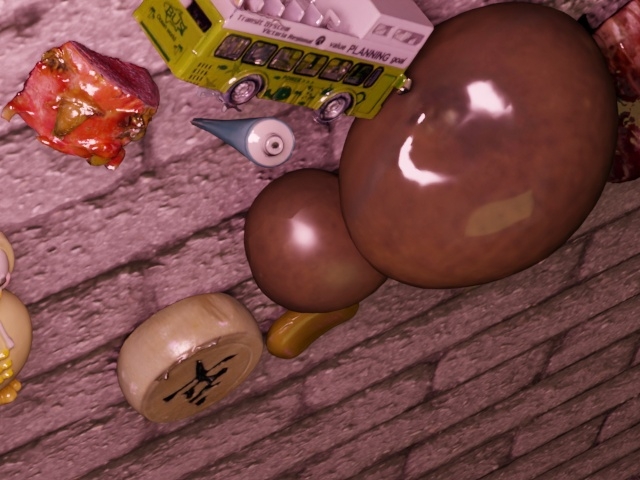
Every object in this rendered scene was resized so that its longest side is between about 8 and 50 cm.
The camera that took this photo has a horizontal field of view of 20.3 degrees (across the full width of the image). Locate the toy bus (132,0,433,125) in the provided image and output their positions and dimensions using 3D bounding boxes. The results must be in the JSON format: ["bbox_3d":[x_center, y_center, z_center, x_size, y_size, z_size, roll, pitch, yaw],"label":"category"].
[{"bbox_3d":[-0.030,-0.202,1.735,0.302,0.113,0.139,5,131,-51],"label":"toy bus"}]

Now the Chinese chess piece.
[{"bbox_3d":[-0.161,0.147,2.217,0.188,0.083,0.188,-28,152,-16],"label":"Chinese chess piece"}]

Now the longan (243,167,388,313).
[{"bbox_3d":[0.000,0.000,2.054,0.189,0.189,0.189,-27,154,-14],"label":"longan"}]

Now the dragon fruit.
[{"bbox_3d":[-0.210,-0.117,1.685,0.147,0.096,0.102,5,139,-50],"label":"dragon fruit"}]

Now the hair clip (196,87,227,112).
[{"bbox_3d":[-0.071,-0.153,1.850,0.115,0.039,0.030,-12,152,-42],"label":"hair clip"}]

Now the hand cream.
[{"bbox_3d":[-0.069,-0.105,1.770,0.083,0.224,0.048,5,97,-16],"label":"hand cream"}]

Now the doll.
[{"bbox_3d":[-0.359,0.082,1.830,0.141,0.117,0.296,-31,156,-28],"label":"doll"}]

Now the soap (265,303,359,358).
[{"bbox_3d":[-0.012,0.106,2.357,0.140,0.045,0.089,-35,152,6],"label":"soap"}]

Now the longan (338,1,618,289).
[{"bbox_3d":[0.174,-0.101,1.939,0.350,0.288,0.288,-45,157,-14],"label":"longan"}]

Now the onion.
[{"bbox_3d":[0.426,-0.192,2.239,0.280,0.146,0.314,-37,150,-3],"label":"onion"}]
